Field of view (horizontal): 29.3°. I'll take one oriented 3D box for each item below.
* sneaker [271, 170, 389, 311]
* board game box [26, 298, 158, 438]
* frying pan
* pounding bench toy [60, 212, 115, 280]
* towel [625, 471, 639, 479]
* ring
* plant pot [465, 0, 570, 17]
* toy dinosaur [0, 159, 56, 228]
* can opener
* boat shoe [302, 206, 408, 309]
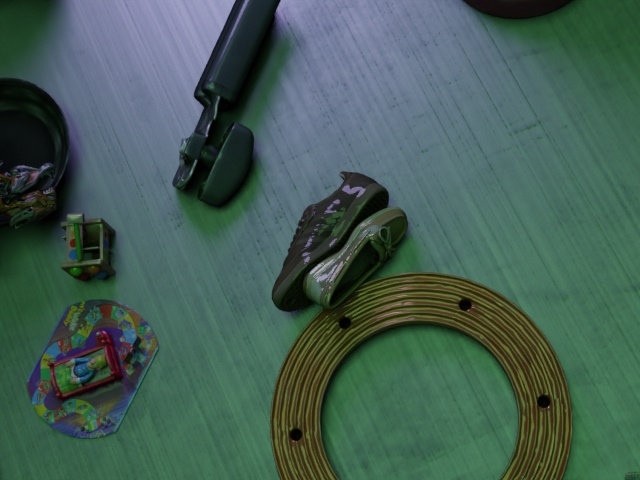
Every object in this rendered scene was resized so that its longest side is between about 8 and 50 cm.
[{"bbox_3d":[0.000,0.000,1.435,0.188,0.066,0.071,-48,52,-9],"label":"sneaker"},{"bbox_3d":[-0.277,0.147,1.448,0.133,0.033,0.168,23,78,16],"label":"board game box"},{"bbox_3d":[-0.392,-0.049,1.519,0.197,0.053,0.326,-13,73,6],"label":"frying pan"},{"bbox_3d":[-0.283,0.009,1.464,0.052,0.083,0.065,-6,72,9],"label":"pounding bench toy"},{"bbox_3d":[0.357,0.286,1.299,0.060,0.009,0.083,-6,73,10],"label":"towel"},{"bbox_3d":[0.110,0.200,1.361,0.337,0.032,0.336,-3,72,9],"label":"ring"},{"bbox_3d":[0.234,-0.388,1.437,0.201,0.180,0.201,-3,73,9],"label":"plant pot"},{"bbox_3d":[-0.477,-0.093,1.439,0.322,0.164,0.218,3,86,-25],"label":"toy dinosaur"},{"bbox_3d":[-0.103,-0.179,1.507,0.095,0.076,0.283,26,77,-16],"label":"can opener"},{"bbox_3d":[0.049,0.021,1.398,0.153,0.056,0.048,-38,40,-19],"label":"boat shoe"}]
